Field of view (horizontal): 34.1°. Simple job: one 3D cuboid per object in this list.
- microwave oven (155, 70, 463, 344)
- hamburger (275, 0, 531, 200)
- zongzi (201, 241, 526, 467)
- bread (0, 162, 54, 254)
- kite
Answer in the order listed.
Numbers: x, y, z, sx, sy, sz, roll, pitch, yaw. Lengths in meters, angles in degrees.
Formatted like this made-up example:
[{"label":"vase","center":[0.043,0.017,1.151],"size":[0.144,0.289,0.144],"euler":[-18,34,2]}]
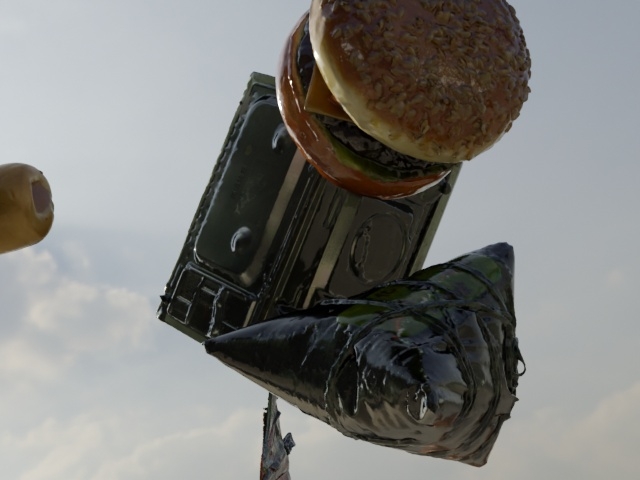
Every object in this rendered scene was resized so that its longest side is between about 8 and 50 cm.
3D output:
[{"label":"microwave oven","center":[0.000,0.000,1.556],"size":[0.333,0.247,0.394],"euler":[20,-89,-47]},{"label":"hamburger","center":[0.099,-0.194,1.184],"size":[0.291,0.290,0.225],"euler":[-3,-20,-28]},{"label":"zongzi","center":[0.061,0.150,1.318],"size":[0.362,0.318,0.383],"euler":[9,7,30]},{"label":"bread","center":[-0.514,-0.025,1.427],"size":[0.305,0.141,0.091],"euler":[-16,-36,11]},{"label":"kite","center":[-0.063,0.357,1.654],"size":[0.016,0.320,0.234],"euler":[-10,4,10]}]
